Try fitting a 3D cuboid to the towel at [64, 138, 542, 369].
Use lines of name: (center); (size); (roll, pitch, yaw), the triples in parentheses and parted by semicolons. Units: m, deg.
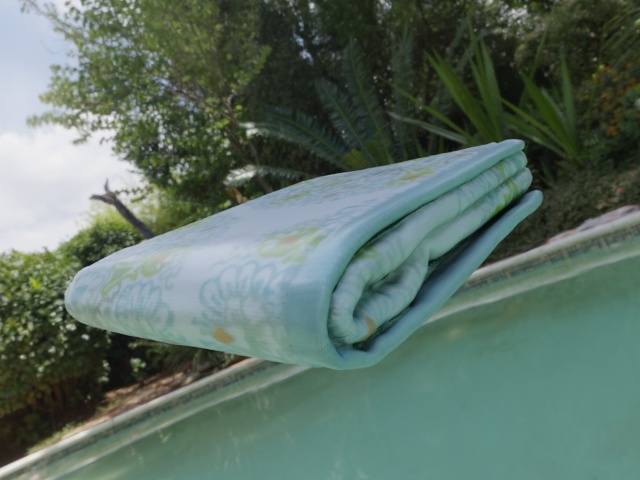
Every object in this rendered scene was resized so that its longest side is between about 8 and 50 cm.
towel: (0.000, 0.000, 0.518); (0.321, 0.090, 0.375); (-6, 15, 42)
